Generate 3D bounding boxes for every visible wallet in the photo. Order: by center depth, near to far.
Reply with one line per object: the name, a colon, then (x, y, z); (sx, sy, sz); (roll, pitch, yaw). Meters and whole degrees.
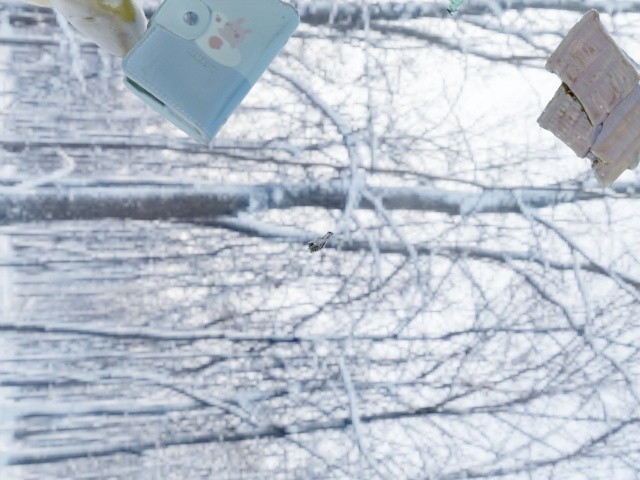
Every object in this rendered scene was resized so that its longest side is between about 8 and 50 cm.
wallet: (-0.228, -0.404, 1.950); (0.360, 0.252, 0.083); (-56, -172, -18)

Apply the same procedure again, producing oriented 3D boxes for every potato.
potato: (-0.462, -0.503, 1.953); (0.369, 0.195, 0.176); (51, 37, -57)

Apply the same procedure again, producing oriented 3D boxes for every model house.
model house: (0.471, -0.253, 1.643); (0.199, 0.229, 0.219); (-45, -159, 16)

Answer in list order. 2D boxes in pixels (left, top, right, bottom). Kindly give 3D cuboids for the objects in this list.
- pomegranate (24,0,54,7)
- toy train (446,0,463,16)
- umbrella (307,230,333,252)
pomegranate: (-0.608, -0.715, 2.187); (0.410, 0.410, 0.410); (180, -90, -73)
toy train: (0.244, -0.488, 1.791); (0.081, 0.099, 0.149); (-45, -175, 21)
umbrella: (0.001, 0.002, 1.699); (0.031, 0.083, 0.020); (-14, -78, 35)
